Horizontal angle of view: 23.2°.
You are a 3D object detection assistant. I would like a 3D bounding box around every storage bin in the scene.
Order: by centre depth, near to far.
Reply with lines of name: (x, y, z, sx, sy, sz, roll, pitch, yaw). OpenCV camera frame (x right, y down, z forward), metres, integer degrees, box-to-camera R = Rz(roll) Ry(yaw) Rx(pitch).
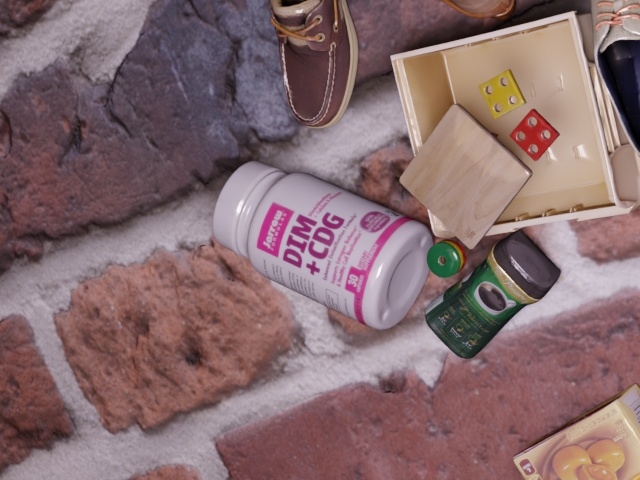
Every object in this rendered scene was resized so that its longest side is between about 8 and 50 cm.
storage bin: (0.257, -0.142, 1.993, 0.262, 0.123, 0.260, -10, 97, 34)

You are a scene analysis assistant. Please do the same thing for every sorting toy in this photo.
sorting toy: (0.192, -0.089, 1.947, 0.132, 0.046, 0.274, 44, 122, 15)

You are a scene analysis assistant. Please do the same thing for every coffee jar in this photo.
coffee jar: (0.231, 0.071, 2.091, 0.096, 0.079, 0.184, 46, 123, 1)

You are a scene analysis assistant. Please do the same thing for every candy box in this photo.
candy box: (0.418, 0.370, 2.045, 0.183, 0.087, 0.316, -37, 81, 34)

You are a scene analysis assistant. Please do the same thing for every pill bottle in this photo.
pill bottle: (0.000, 0.000, 2.174, 0.283, 0.160, 0.160, 24, 115, 26)

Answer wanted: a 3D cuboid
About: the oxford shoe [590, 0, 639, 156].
oxford shoe: (0.384, -0.278, 1.848, 0.140, 0.146, 0.397, -22, 81, 37)

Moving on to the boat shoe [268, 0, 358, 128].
boat shoe: (-0.026, -0.317, 2.130, 0.123, 0.123, 0.342, 12, 109, 30)

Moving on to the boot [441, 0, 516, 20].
boot: (0.131, -0.381, 1.957, 0.283, 0.220, 0.109, 38, 101, 14)
